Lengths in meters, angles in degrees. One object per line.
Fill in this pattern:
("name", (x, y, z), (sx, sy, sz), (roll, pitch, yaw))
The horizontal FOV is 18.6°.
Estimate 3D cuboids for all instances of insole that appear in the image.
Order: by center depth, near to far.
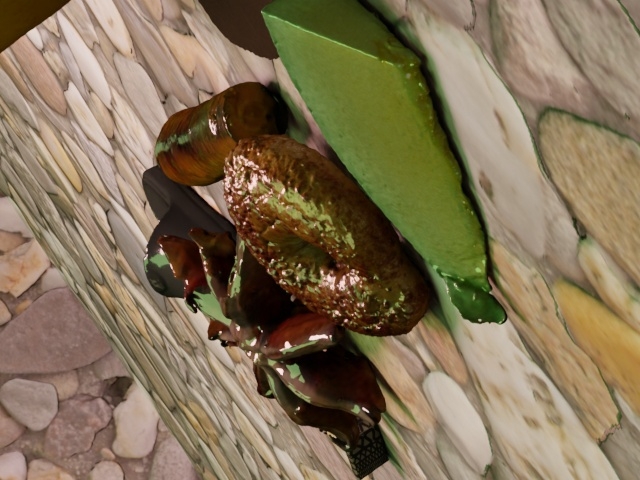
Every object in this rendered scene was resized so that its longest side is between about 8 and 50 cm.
("insole", (-0.046, -0.179, 1.369), (0.111, 0.007, 0.328), (58, 167, -9))

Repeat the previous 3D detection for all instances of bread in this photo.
("bread", (0.000, 0.000, 1.449), (0.193, 0.064, 0.193), (40, 163, 15))

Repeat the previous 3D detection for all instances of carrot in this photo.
("carrot", (-0.083, -0.087, 1.595), (0.070, 0.070, 0.260), (58, 165, -4))

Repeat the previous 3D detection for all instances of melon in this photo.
("melon", (0.061, -0.054, 1.238), (0.114, 0.053, 0.262), (7, 135, 50))

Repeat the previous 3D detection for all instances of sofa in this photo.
("sofa", (0.015, 0.173, 1.888), (0.118, 0.039, 0.060), (44, 162, 45))

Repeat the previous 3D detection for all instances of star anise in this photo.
("star anise", (-0.043, 0.074, 1.758), (0.288, 0.088, 0.288), (39, 161, 16))

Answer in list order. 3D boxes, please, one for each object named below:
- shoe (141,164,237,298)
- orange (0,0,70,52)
("shoe", (-0.136, 0.017, 1.958), (0.241, 0.093, 0.108), (45, 161, 47))
("orange", (-0.296, -0.255, 1.517), (0.235, 0.279, 0.279), (49, 172, -30))
